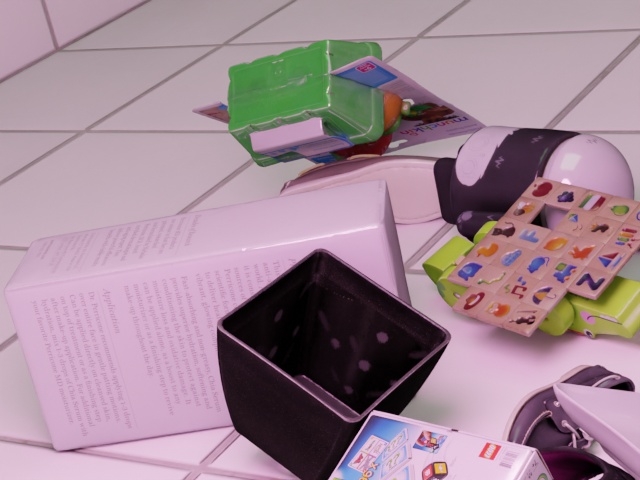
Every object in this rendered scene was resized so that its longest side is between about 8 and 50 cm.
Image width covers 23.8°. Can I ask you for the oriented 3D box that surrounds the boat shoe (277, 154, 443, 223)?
[{"bbox_3d":[0.082,-0.082,2.277,0.305,0.109,0.091,-9,28,20],"label":"boat shoe"}]

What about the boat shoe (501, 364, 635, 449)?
[{"bbox_3d":[0.262,0.189,1.600,0.065,0.075,0.206,3,23,40],"label":"boat shoe"}]

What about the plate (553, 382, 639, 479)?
[{"bbox_3d":[0.385,0.215,1.394,0.277,0.045,0.278,10,14,-24],"label":"plate"}]

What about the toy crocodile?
[{"bbox_3d":[0.261,0.059,1.878,0.340,0.105,0.115,13,51,41],"label":"toy crocodile"}]

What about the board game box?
[{"bbox_3d":[0.053,0.299,1.351,0.193,0.053,0.305,9,53,42],"label":"board game box"}]

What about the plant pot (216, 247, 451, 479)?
[{"bbox_3d":[0.001,0.155,1.654,0.187,0.167,0.188,33,43,21],"label":"plant pot"}]

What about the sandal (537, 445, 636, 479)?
[{"bbox_3d":[0.183,0.258,1.438,0.446,0.107,0.167,5,29,35],"label":"sandal"}]

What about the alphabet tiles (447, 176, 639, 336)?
[{"bbox_3d":[0.272,0.019,1.824,0.198,0.009,0.237,18,55,43],"label":"alphabet tiles"}]

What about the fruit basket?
[{"bbox_3d":[0.034,-0.176,2.323,0.327,0.165,0.353,-11,-24,32],"label":"fruit basket"}]

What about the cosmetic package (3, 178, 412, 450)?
[{"bbox_3d":[-0.123,0.090,1.839,0.453,0.230,0.161,-9,23,8],"label":"cosmetic package"}]

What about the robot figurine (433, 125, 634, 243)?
[{"bbox_3d":[0.288,-0.064,2.052,0.278,0.173,0.209,8,68,42],"label":"robot figurine"}]
